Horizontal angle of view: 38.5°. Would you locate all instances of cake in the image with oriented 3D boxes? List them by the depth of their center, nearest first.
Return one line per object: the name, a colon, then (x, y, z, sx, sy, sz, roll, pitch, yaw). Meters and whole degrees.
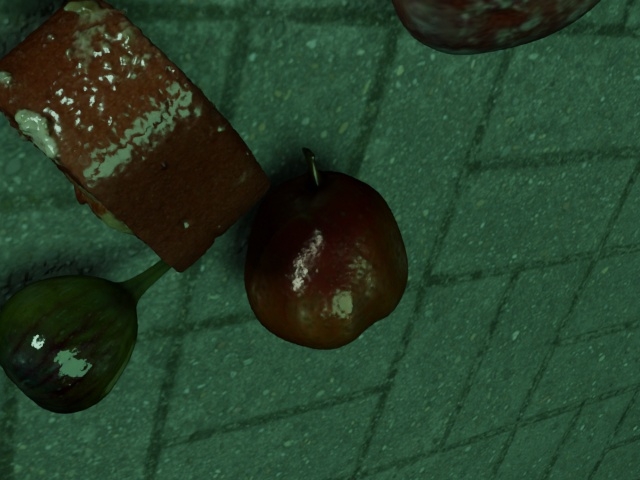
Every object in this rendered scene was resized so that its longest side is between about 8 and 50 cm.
cake: (-0.165, -0.085, 0.824, 0.151, 0.177, 0.283, -40, 141, -5)

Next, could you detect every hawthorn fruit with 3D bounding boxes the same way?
hawthorn fruit: (0.000, 0.000, 1.036, 0.197, 0.196, 0.225, -19, 118, -27)

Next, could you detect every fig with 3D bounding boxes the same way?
fig: (-0.218, 0.072, 0.959, 0.245, 0.149, 0.149, -41, 141, -25)

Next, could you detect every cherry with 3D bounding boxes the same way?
cherry: (0.192, -0.307, 0.911, 0.285, 0.213, 0.236, -34, 133, 5)
